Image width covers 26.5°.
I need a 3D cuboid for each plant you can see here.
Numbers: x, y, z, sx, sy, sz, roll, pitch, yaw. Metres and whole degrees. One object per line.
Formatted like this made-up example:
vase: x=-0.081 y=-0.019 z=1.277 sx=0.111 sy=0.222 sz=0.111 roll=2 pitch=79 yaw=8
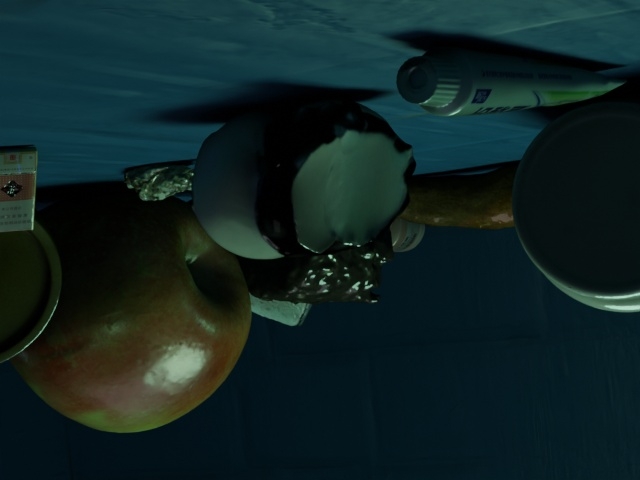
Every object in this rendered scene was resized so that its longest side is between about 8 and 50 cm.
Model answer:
plant: x=0.000 y=0.000 z=1.817 sx=0.204 sy=0.178 sz=0.234 roll=-9 pitch=171 yaw=39

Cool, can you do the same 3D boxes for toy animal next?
toy animal: x=-0.030 y=-0.054 z=1.145 sx=0.179 sy=0.138 sz=0.166 roll=3 pitch=164 yaw=41

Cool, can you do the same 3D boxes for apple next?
apple: x=-0.245 y=0.078 z=1.713 sx=0.277 sy=0.319 sz=0.319 roll=-34 pitch=170 yaw=14

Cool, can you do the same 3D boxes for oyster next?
oyster: x=-0.172 y=-0.064 z=1.523 sx=0.098 sy=0.037 sz=0.100 roll=-5 pitch=178 yaw=-1

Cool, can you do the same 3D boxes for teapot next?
teapot: x=-0.373 y=0.010 z=1.335 sx=0.267 sy=0.186 sz=0.175 roll=35 pitch=180 yaw=-33

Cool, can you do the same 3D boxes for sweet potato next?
sweet potato: x=0.205 y=-0.058 z=1.986 sx=0.291 sy=0.097 sz=0.097 roll=-6 pitch=178 yaw=24

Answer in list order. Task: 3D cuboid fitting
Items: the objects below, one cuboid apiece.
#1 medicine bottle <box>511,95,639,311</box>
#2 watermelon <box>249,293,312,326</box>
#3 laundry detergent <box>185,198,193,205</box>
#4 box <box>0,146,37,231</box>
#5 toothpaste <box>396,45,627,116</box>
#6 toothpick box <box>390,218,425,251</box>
medicine bottle: x=0.306 y=-0.034 z=1.341 sx=0.208 sy=0.208 sz=0.339 roll=-7 pitch=178 yaw=18
watermelon: x=-0.084 y=0.043 z=2.230 sx=0.289 sy=0.214 sz=0.320 roll=-4 pitch=-171 yaw=-6
laundry detergent: x=-0.124 y=-0.036 z=1.916 sx=0.099 sy=0.070 sz=0.225 roll=1 pitch=-177 yaw=40
box: x=-0.283 y=-0.046 z=1.240 sx=0.046 sy=0.083 sz=0.012 roll=-5 pitch=-146 yaw=-23
toothpaste: x=0.143 y=-0.116 z=1.014 sx=0.074 sy=0.048 sz=0.296 roll=-8 pitch=180 yaw=33
toothpick box: x=0.122 y=-0.026 z=2.448 sx=0.098 sy=0.099 sz=0.149 roll=-7 pitch=178 yaw=21
